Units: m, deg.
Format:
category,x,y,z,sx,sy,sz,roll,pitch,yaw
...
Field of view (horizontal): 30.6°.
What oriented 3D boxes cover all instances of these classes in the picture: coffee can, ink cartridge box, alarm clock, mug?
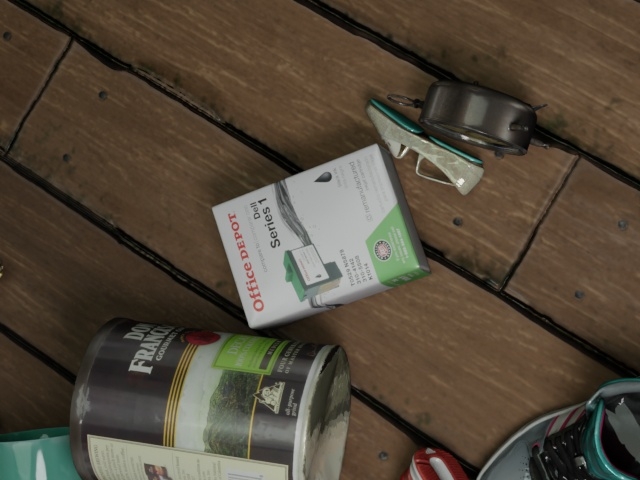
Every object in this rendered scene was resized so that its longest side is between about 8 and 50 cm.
category,x,y,z,sx,sy,sz,roll,pitch,yaw
coffee can,-0.121,0.204,1.355,0.275,0.201,0.202,6,88,15
ink cartridge box,0.000,0.000,1.393,0.219,0.092,0.160,-21,81,12
alarm clock,0.164,-0.148,1.343,0.192,0.129,0.064,14,89,24
mug,-0.353,0.289,1.459,0.129,0.158,0.097,-5,87,-10

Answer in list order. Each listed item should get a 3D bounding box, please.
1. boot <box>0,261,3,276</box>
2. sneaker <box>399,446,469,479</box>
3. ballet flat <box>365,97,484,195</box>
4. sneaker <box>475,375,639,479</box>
category,x,y,z,sx,sy,sz,roll,pitch,yaw
boot,-0.475,0.117,1.513,0.262,0.095,0.203,44,96,18
sneaker,0.145,0.355,1.312,0.128,0.087,0.221,-61,39,37
ballet flat,0.115,-0.109,1.391,0.168,0.057,0.052,32,104,15
sneaker,0.289,0.232,1.254,0.295,0.178,0.124,-32,78,11
